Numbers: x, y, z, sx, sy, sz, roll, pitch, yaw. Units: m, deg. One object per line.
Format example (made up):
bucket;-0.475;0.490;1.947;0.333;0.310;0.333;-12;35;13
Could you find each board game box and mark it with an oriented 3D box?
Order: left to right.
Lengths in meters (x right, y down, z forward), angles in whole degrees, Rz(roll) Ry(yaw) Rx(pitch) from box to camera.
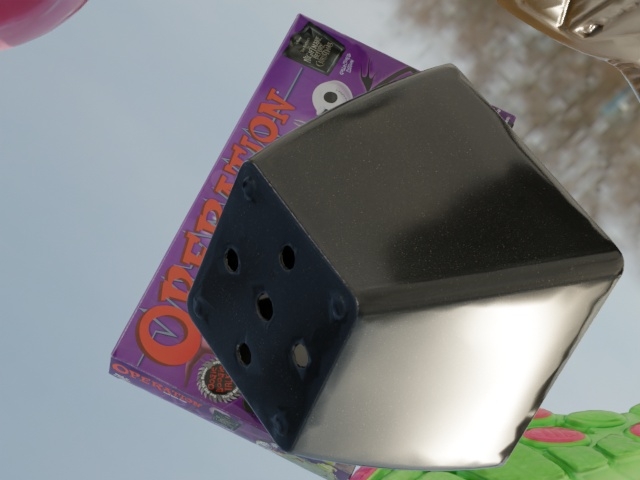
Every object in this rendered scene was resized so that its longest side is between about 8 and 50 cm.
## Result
board game box;0.000;0.000;1.390;0.208;0.347;0.056;24;155;6

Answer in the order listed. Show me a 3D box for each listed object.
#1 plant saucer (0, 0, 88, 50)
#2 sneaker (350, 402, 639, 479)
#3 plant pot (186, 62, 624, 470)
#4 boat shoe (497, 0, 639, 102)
plant saucer;-0.265;-0.206;0.882;0.332;0.332;0.084;28;-121;-40
sneaker;0.248;0.258;1.589;0.482;0.202;0.185;-2;-165;-18
plant pot;0.032;0.026;1.035;0.167;0.187;0.188;-8;-132;-37
boat shoe;0.213;-0.144;1.003;0.341;0.121;0.110;29;-137;-43
